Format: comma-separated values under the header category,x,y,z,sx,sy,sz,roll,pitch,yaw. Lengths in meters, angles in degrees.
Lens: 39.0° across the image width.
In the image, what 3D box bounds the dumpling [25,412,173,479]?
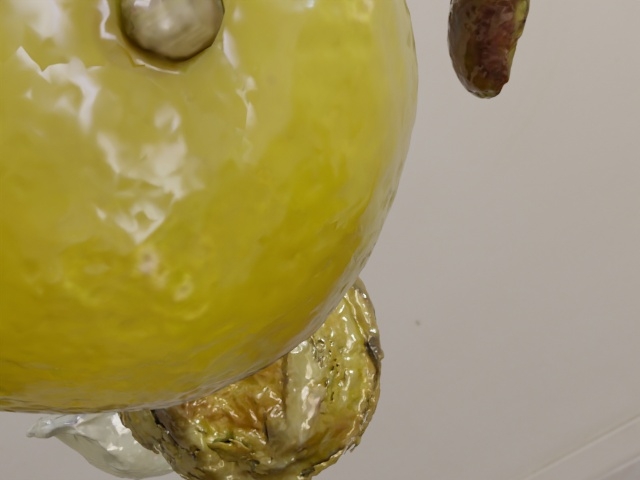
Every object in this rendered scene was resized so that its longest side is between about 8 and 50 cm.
category,x,y,z,sx,sy,sz,roll,pitch,yaw
dumpling,-0.237,0.214,1.104,0.258,0.193,0.146,-1,86,-39

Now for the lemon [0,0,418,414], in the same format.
category,x,y,z,sx,sy,sz,roll,pitch,yaw
lemon,-0.111,-0.071,0.456,0.348,0.348,0.348,49,18,-22

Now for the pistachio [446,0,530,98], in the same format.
category,x,y,z,sx,sy,sz,roll,pitch,yaw
pistachio,0.161,-0.219,0.935,0.089,0.049,0.172,48,-34,35

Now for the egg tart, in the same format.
category,x,y,z,sx,sy,sz,roll,pitch,yaw
egg tart,-0.080,0.119,0.911,0.297,0.297,0.132,60,8,13
